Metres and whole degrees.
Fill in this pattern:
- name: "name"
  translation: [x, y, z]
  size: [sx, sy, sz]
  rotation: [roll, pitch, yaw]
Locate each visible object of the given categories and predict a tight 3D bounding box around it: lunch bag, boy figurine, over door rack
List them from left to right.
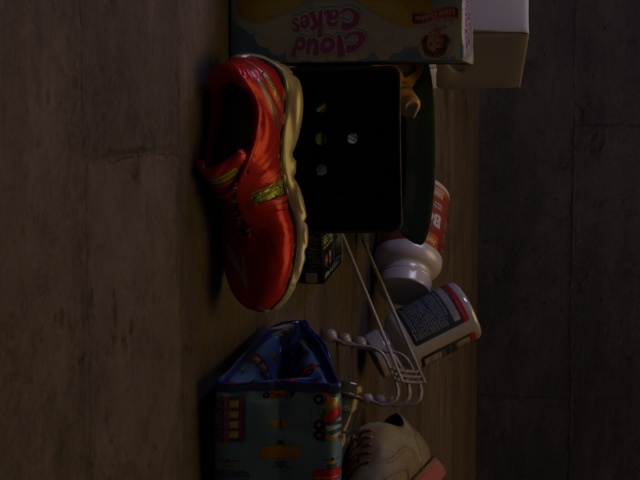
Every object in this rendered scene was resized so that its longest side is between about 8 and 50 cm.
- name: "lunch bag"
  translation: [-0.046, 0.228, 1.522]
  size: [0.293, 0.138, 0.221]
  rotation: [-91, -178, -79]
- name: "over door rack"
  translation: [0.071, 0.101, 2.010]
  size: [0.239, 0.108, 0.324]
  rotation: [29, 49, -75]
- name: "boy figurine"
  translation: [0.078, -0.234, 1.847]
  size: [0.092, 0.177, 0.285]
  rotation: [-55, 164, 21]

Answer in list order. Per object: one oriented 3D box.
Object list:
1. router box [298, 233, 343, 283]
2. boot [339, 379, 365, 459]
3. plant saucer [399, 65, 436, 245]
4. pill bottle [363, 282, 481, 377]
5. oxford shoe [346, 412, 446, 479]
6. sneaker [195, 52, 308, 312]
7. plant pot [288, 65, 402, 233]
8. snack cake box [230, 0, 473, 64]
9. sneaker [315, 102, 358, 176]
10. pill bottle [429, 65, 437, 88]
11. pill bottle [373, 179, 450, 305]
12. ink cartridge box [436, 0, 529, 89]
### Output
- name: "router box"
  translation: [0.000, 0.000, 1.808]
  size: [0.122, 0.038, 0.092]
  rotation: [-49, 138, -69]
- name: "boot"
  translation: [-0.003, 0.298, 1.741]
  size: [0.189, 0.076, 0.208]
  rotation: [113, -10, -74]
- name: "plant saucer"
  translation: [0.137, -0.150, 2.065]
  size: [0.317, 0.044, 0.317]
  rotation: [180, -90, -85]
- name: "pill bottle"
  translation: [0.168, 0.155, 2.189]
  size: [0.108, 0.180, 0.108]
  rotation: [62, -7, 13]
- name: "oxford shoe"
  translation: [0.075, 0.373, 2.047]
  size: [0.146, 0.140, 0.397]
  rotation: [61, 18, 6]
- name: "sneaker"
  translation: [-0.087, -0.059, 1.386]
  size: [0.118, 0.107, 0.279]
  rotation: [-9, 97, -57]
- name: "plant pot"
  translation: [-0.002, -0.114, 1.530]
  size: [0.167, 0.187, 0.188]
  rotation: [-84, 173, -79]
- name: "snack cake box"
  translation: [0.036, -0.271, 1.454]
  size: [0.089, 0.264, 0.152]
  rotation: [-18, 109, -75]
- name: "sneaker"
  translation: [0.032, -0.097, 1.757]
  size: [0.300, 0.121, 0.111]
  rotation: [-70, 157, -53]
- name: "pill bottle"
  translation: [0.163, -0.405, 2.176]
  size: [0.160, 0.160, 0.283]
  rotation: [-71, 161, -51]
- name: "pill bottle"
  translation: [0.159, 0.001, 2.288]
  size: [0.121, 0.121, 0.216]
  rotation: [73, 22, -53]
- name: "ink cartridge box"
  translation: [0.232, -0.395, 1.865]
  size: [0.223, 0.129, 0.307]
  rotation: [69, 23, -76]
